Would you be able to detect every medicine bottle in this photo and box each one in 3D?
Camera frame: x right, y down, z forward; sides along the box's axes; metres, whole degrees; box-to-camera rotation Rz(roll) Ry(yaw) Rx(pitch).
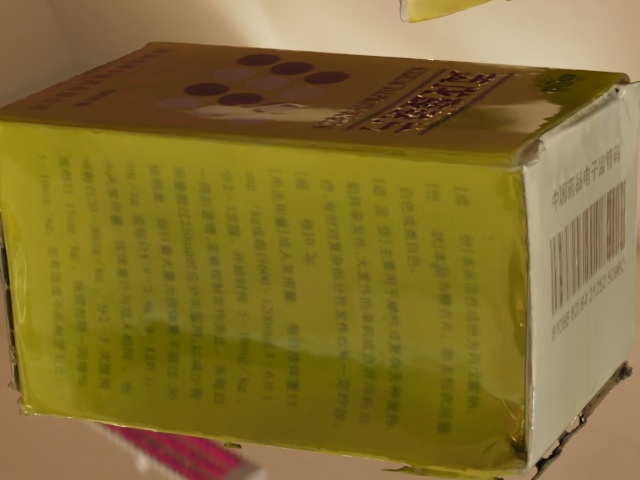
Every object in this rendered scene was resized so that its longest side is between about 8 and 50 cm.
[{"bbox_3d":[0.000,0.000,0.758,0.250,0.141,0.137,5,-162,26],"label":"medicine bottle"}]

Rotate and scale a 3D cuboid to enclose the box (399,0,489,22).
[{"bbox_3d":[0.035,-0.220,0.540,0.097,0.168,0.265,-14,-121,-4],"label":"box"}]
